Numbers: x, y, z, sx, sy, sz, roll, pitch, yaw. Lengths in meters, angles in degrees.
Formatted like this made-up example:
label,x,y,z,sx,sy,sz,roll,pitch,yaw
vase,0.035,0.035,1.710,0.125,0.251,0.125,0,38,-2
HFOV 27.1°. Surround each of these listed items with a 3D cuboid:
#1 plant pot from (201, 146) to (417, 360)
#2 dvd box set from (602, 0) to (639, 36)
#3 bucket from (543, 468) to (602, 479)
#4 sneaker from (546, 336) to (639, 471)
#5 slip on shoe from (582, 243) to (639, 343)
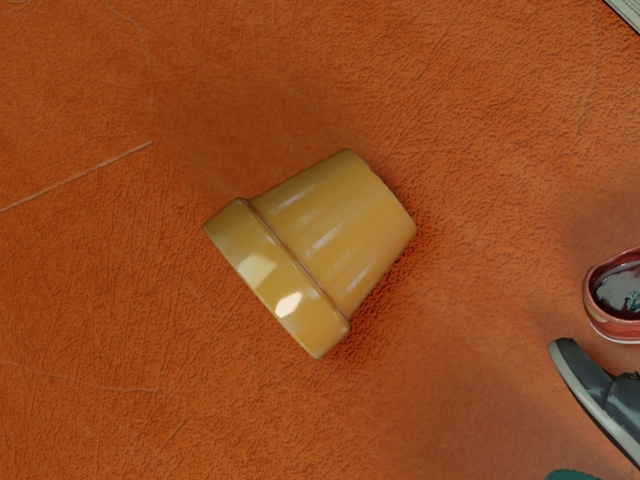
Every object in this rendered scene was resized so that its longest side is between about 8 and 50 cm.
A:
label,x,y,z,sx,sy,sz,roll,pitch,yaw
plant pot,0.000,0.000,1.523,0.188,0.205,0.205,-41,61,-2
dvd box set,0.450,-0.392,1.367,0.420,0.062,0.308,-45,41,13
bucket,0.256,0.358,1.228,0.281,0.281,0.183,41,108,30
sneaker,0.337,0.160,1.361,0.118,0.083,0.222,-40,60,0
slip on shoe,0.414,0.023,1.324,0.331,0.101,0.123,-19,68,24
